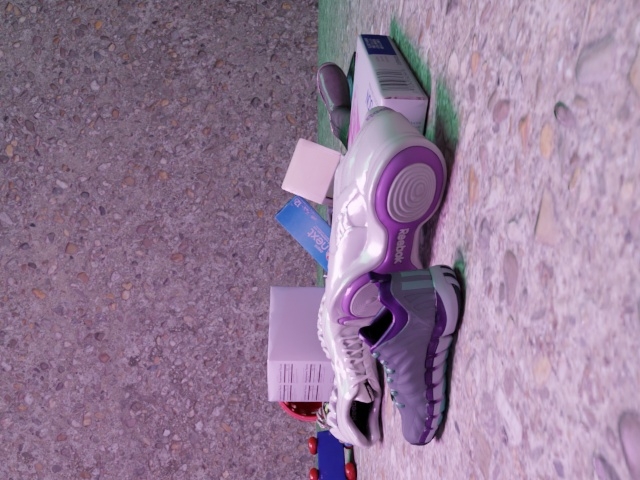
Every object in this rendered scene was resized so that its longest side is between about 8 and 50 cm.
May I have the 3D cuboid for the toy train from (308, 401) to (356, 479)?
[{"bbox_3d":[0.033,0.524,1.472,0.248,0.105,0.144,-94,-7,-56],"label":"toy train"}]

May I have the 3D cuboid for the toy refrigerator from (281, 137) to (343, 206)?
[{"bbox_3d":[0.015,-0.128,1.223,0.269,0.094,0.102,-1,-67,-77],"label":"toy refrigerator"}]

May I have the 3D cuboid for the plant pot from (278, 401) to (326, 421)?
[{"bbox_3d":[-0.025,0.374,1.626,0.174,0.190,0.191,60,-149,-88],"label":"plant pot"}]

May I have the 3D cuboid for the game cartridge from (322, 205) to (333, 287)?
[{"bbox_3d":[0.045,0.096,1.621,0.355,0.068,0.230,-94,2,-52],"label":"game cartridge"}]

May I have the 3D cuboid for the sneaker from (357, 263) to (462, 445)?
[{"bbox_3d":[0.085,0.125,0.649,0.083,0.098,0.224,-97,9,-65],"label":"sneaker"}]

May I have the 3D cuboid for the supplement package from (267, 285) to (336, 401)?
[{"bbox_3d":[-0.007,0.215,1.251,0.194,0.202,0.149,-92,5,-46],"label":"supplement package"}]

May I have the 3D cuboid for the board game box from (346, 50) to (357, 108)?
[{"bbox_3d":[0.079,-0.353,1.429,0.186,0.026,0.126,125,145,-84],"label":"board game box"}]

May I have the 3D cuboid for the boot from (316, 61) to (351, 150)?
[{"bbox_3d":[0.049,-0.267,1.246,0.208,0.075,0.190,-97,-13,-67],"label":"boot"}]

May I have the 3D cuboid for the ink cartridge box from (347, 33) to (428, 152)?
[{"bbox_3d":[0.087,-0.120,0.946,0.324,0.071,0.330,-96,9,-59],"label":"ink cartridge box"}]

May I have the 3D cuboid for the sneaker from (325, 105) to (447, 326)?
[{"bbox_3d":[0.068,-0.021,0.751,0.152,0.114,0.305,-113,29,-46],"label":"sneaker"}]

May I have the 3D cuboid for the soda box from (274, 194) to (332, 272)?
[{"bbox_3d":[0.000,0.000,1.259,0.210,0.071,0.067,46,-179,-6],"label":"soda box"}]

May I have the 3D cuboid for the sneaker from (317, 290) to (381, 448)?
[{"bbox_3d":[0.062,0.221,1.060,0.118,0.109,0.293,175,88,-79],"label":"sneaker"}]

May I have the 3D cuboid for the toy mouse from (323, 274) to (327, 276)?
[{"bbox_3d":[0.063,0.092,1.151,0.161,0.031,0.143,-46,59,42],"label":"toy mouse"}]

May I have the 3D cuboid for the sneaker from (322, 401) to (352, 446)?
[{"bbox_3d":[0.045,0.395,1.366,0.188,0.078,0.067,-98,9,-63],"label":"sneaker"}]
